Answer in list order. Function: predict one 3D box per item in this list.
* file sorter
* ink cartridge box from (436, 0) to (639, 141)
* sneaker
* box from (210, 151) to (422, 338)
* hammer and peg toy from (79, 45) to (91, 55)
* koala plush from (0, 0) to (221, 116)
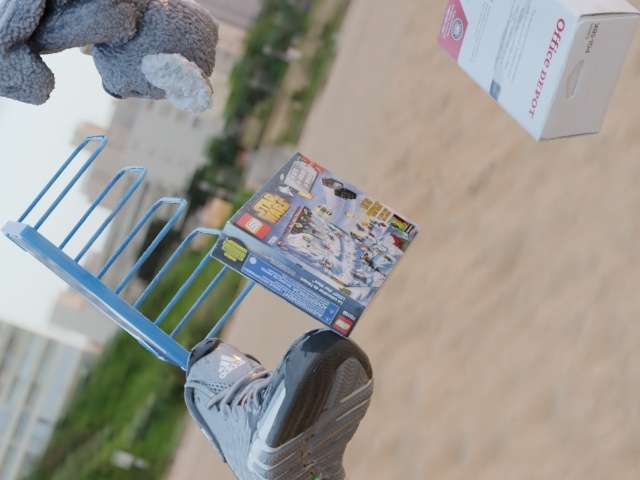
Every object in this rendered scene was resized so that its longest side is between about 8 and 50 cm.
[{"bbox_3d":[-0.146,0.007,1.519,0.104,0.170,0.118,-53,14,-9],"label":"file sorter"},{"bbox_3d":[0.147,-0.144,1.329,0.135,0.056,0.099,50,136,42],"label":"ink cartridge box"},{"bbox_3d":[-0.041,0.099,1.236,0.086,0.132,0.228,-30,-28,-25],"label":"sneaker"},{"bbox_3d":[0.000,0.000,1.158,0.027,0.094,0.137,-60,-5,26],"label":"box"},{"bbox_3d":[-0.260,-0.381,2.572,0.361,0.127,0.266,-124,48,-58],"label":"hammer and peg toy"},{"bbox_3d":[-0.197,-0.215,1.947,0.203,0.221,0.196,-54,17,25],"label":"koala plush"}]
